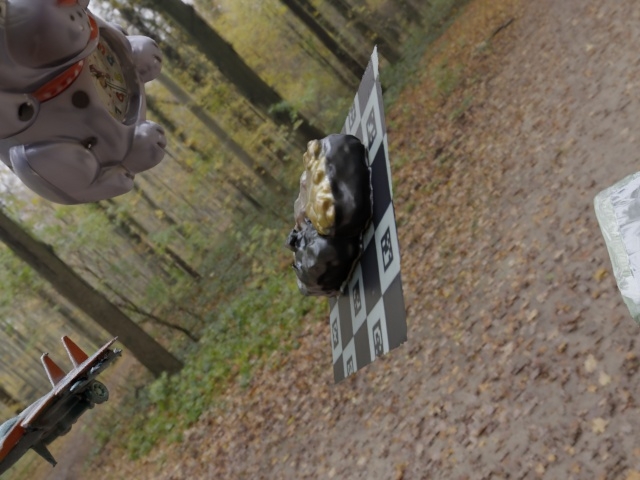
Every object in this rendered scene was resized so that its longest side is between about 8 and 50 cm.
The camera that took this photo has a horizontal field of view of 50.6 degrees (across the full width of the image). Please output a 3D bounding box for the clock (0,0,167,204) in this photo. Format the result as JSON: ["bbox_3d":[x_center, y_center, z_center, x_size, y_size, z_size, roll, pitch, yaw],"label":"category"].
[{"bbox_3d":[-0.249,-0.153,0.551,0.189,0.189,0.254,-48,-18,-6],"label":"clock"}]

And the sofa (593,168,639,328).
[{"bbox_3d":[0.445,0.007,0.750,0.210,0.176,0.225,-38,33,34],"label":"sofa"}]

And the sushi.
[{"bbox_3d":[0.000,0.000,0.493,0.215,0.050,0.192,116,152,-68],"label":"sushi"}]

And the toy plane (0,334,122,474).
[{"bbox_3d":[-0.391,0.252,0.979,0.223,0.104,0.326,-40,17,14],"label":"toy plane"}]
